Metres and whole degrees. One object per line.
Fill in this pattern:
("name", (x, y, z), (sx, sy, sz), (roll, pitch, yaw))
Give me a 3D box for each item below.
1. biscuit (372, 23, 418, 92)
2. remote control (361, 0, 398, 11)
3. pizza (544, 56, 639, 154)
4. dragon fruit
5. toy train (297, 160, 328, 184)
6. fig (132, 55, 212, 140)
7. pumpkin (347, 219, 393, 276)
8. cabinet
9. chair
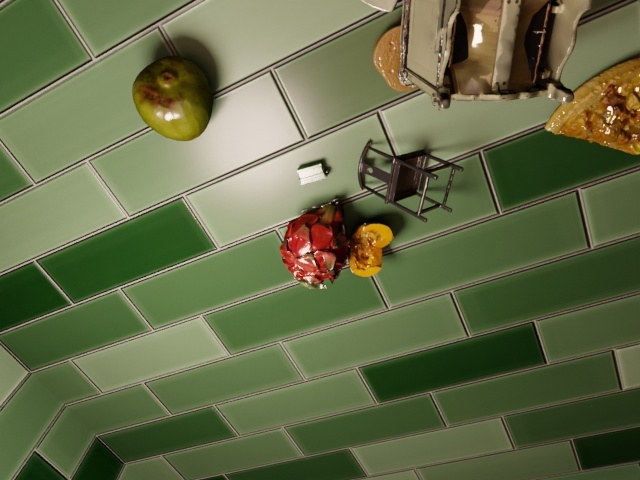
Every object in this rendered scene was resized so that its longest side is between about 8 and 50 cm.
("biscuit", (0.222, -0.473, 1.179), (0.170, 0.050, 0.170), (-2, 121, -3))
("remote control", (0.174, -0.681, 1.050), (0.123, 0.038, 0.285), (31, 120, 4))
("pizza", (0.752, -0.364, 1.167), (0.268, 0.087, 0.258), (15, 118, 0))
("dragon fruit", (0.000, 0.000, 1.410), (0.233, 0.234, 0.293), (29, 83, -11))
("toy train", (-0.024, -0.201, 1.374), (0.093, 0.038, 0.056), (-14, 112, 14))
("fig", (-0.388, -0.368, 1.246), (0.203, 0.203, 0.225), (6, 161, 3))
("pumpkin", (0.149, 0.010, 1.439), (0.119, 0.108, 0.183), (17, 114, -12))
("cabinet", (0.354, -0.429, 1.004), (0.289, 0.318, 0.227), (-4, 120, -5))
("chair", (0.244, -0.176, 1.308), (0.260, 0.141, 0.155), (35, 131, 38))
